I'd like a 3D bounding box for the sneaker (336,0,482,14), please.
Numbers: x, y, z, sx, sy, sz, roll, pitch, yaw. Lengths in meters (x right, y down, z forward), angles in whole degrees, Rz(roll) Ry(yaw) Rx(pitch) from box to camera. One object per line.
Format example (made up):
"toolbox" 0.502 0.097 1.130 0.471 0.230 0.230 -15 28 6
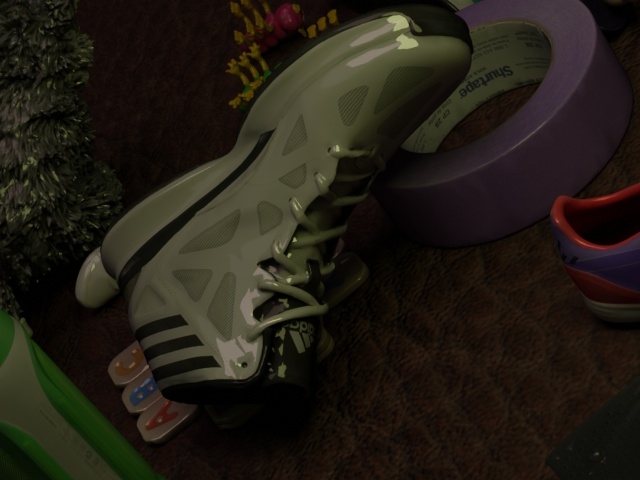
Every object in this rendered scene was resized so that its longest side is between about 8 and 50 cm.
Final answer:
"sneaker" 0.109 -0.332 2.030 0.295 0.124 0.178 35 60 27

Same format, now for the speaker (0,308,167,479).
"speaker" -0.241 0.187 1.614 0.131 0.296 0.131 -25 35 19

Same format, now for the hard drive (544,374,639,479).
"hard drive" 0.309 0.139 1.380 0.254 0.054 0.172 -38 33 -1

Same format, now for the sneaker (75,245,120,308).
"sneaker" -0.205 0.020 2.014 0.152 0.054 0.061 -44 36 -11

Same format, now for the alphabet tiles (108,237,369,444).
"alphabet tiles" -0.089 0.080 1.861 0.278 0.021 0.284 -38 33 -1

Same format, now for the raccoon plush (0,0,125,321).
"raccoon plush" -0.326 -0.107 2.004 0.216 0.299 0.446 -7 31 -7

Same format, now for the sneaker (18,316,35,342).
"sneaker" -0.366 0.121 2.020 0.129 0.111 0.297 -17 38 1

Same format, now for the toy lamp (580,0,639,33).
"toy lamp" 0.329 -0.249 1.786 0.274 0.080 0.080 -2 46 55

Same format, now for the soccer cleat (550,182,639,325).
"soccer cleat" 0.339 -0.016 1.486 0.318 0.116 0.109 -14 39 32

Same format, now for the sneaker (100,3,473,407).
"sneaker" 0.000 0.000 1.686 0.447 0.169 0.258 -40 56 27

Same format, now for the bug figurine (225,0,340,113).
"bug figurine" -0.013 -0.247 2.145 0.216 0.072 0.279 -30 38 23

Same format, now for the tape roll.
"tape roll" 0.164 -0.123 1.809 0.274 0.090 0.275 -26 34 19
